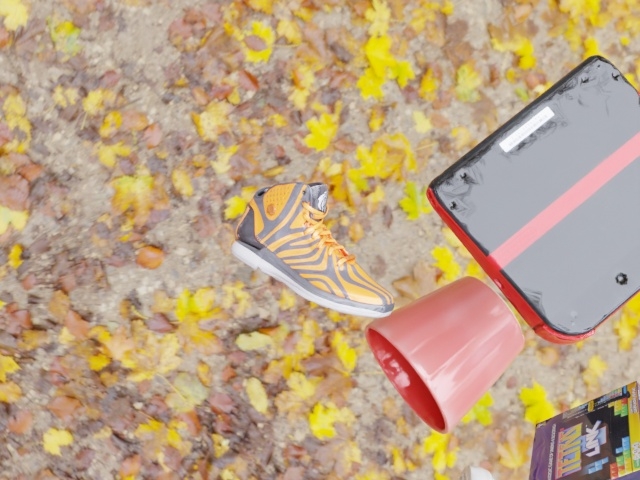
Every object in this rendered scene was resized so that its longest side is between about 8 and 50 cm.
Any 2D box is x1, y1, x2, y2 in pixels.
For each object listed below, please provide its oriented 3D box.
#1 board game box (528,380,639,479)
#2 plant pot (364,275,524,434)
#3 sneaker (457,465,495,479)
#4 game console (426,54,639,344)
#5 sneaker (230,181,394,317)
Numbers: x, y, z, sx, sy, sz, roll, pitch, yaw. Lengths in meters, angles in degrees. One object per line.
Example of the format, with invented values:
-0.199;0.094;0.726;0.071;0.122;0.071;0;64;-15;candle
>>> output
0.309;0.245;0.851;0.048;0.141;0.170;55;27;-6;board game box
0.264;0.216;1.551;0.243;0.275;0.275;-35;102;-13;plant pot
0.266;0.517;1.085;0.150;0.135;0.366;4;73;-9;sneaker
0.413;-0.064;1.193;0.386;0.060;0.342;-38;80;-8;game console
0.000;0.000;1.280;0.180;0.321;0.124;-68;161;10;sneaker
